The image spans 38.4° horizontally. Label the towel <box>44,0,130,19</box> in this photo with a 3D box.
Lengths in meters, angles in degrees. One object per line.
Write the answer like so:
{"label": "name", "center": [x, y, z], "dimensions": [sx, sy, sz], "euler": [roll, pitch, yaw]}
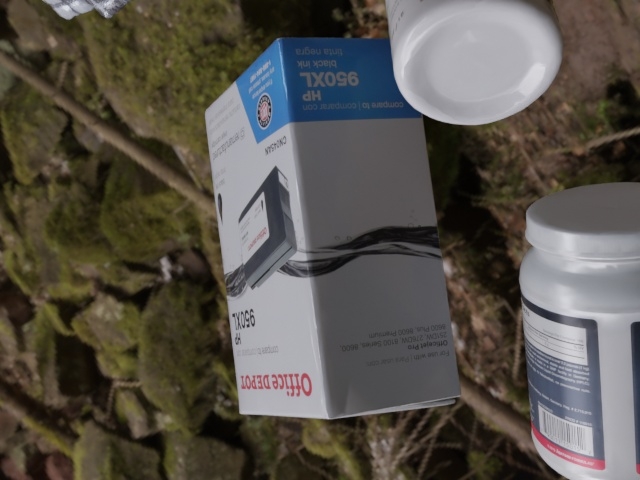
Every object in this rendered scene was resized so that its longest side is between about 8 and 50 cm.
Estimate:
{"label": "towel", "center": [-0.167, -0.332, 0.628], "dimensions": [0.121, 0.284, 0.235], "euler": [8, 156, 46]}

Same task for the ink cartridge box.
{"label": "ink cartridge box", "center": [0.000, 0.000, 1.059], "dimensions": [0.285, 0.166, 0.395], "euler": [159, 105, -65]}

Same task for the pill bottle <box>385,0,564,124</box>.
{"label": "pill bottle", "center": [0.117, -0.219, 0.766], "dimensions": [0.131, 0.131, 0.229], "euler": [63, -161, -49]}

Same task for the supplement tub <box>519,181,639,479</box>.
{"label": "supplement tub", "center": [0.302, 0.094, 0.928], "dimensions": [0.191, 0.191, 0.272], "euler": [-135, 35, -68]}
